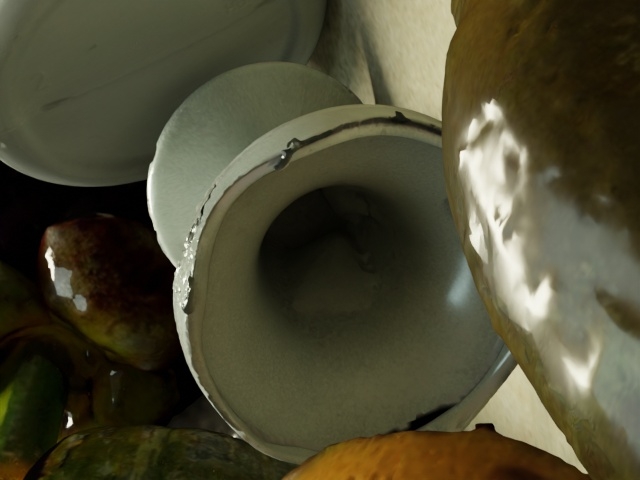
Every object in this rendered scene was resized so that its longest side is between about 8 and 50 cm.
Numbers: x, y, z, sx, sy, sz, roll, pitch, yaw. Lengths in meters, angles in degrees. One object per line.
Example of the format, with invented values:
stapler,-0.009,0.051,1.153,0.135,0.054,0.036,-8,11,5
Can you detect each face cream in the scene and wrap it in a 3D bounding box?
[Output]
face cream,-0.119,-0.157,0.950,0.201,0.201,0.187,90,155,-54

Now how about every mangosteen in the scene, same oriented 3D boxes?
mangosteen,-0.158,-0.007,1.120,0.313,0.297,0.297,8,117,70

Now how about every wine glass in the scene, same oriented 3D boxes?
wine glass,0.000,0.000,0.847,0.196,0.165,0.165,-128,22,-69

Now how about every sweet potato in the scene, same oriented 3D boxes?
sweet potato,0.155,0.077,0.451,0.423,0.130,0.130,56,162,18

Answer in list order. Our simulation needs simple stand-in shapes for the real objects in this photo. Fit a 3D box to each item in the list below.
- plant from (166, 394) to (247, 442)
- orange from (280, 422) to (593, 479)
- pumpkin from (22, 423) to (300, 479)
plant,-0.086,0.200,1.362,0.234,0.204,0.178,76,-151,-76
orange,0.061,0.228,0.750,0.310,0.274,0.274,-65,28,9
pumpkin,-0.020,0.231,0.987,0.325,0.232,0.242,29,-113,-63
